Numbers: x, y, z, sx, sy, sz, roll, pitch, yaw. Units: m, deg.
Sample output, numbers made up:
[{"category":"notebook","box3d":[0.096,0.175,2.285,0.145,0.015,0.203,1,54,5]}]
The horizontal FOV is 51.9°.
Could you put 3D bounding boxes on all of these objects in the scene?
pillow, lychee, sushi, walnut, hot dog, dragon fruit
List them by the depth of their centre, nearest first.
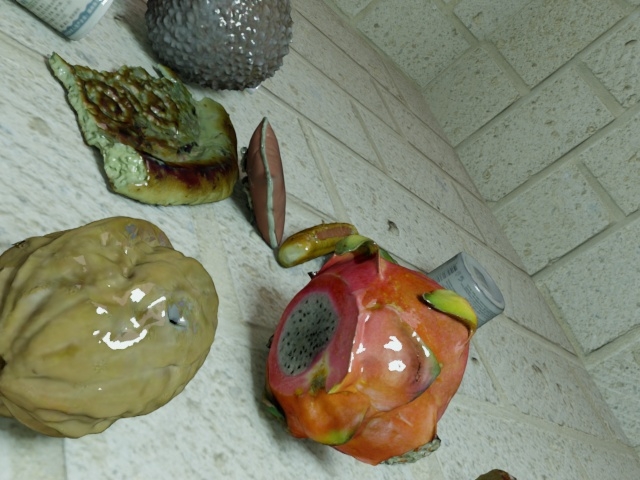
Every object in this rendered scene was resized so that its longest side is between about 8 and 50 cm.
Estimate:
[{"category":"walnut","box3d":[-0.201,0.076,0.599,0.198,0.198,0.245,55,23,7]},{"category":"dragon fruit","box3d":[0.040,0.143,0.872,0.189,0.291,0.290,36,27,-26]},{"category":"sushi","box3d":[0.120,0.297,1.014,0.150,0.090,0.078,27,29,-43]},{"category":"pillow","box3d":[-0.100,-0.098,1.151,0.171,0.075,0.179,92,-10,-47]},{"category":"hot dog","box3d":[0.000,0.004,1.245,0.061,0.088,0.286,57,17,8]},{"category":"lychee","box3d":[-0.190,-0.416,1.257,0.300,0.300,0.300,42,25,-24]}]

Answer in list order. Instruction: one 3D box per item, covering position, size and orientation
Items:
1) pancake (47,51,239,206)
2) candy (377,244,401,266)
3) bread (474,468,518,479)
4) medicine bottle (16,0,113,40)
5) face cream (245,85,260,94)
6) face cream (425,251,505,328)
[{"category":"pancake","box3d":[-0.243,-0.190,1.077,0.304,0.067,0.427,52,24,4]},{"category":"candy","box3d":[0.118,0.118,1.256,0.260,0.118,0.260,46,18,-20]},{"category":"bread","box3d":[0.317,0.561,0.968,0.165,0.113,0.416,38,27,-28]},{"category":"medicine bottle","box3d":[-0.428,-0.423,0.976,0.237,0.139,0.139,36,27,-37]},{"category":"face cream","box3d":[-0.223,-0.413,1.439,0.229,0.075,0.075,43,24,-21]},{"category":"face cream","box3d":[0.334,0.135,1.584,0.177,0.153,0.177,43,23,-23]}]
